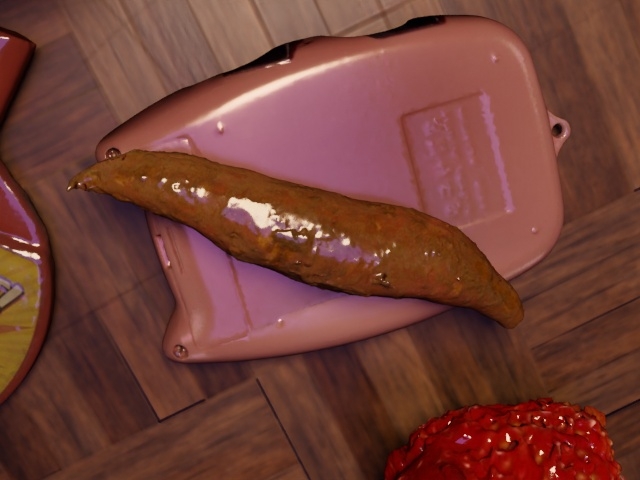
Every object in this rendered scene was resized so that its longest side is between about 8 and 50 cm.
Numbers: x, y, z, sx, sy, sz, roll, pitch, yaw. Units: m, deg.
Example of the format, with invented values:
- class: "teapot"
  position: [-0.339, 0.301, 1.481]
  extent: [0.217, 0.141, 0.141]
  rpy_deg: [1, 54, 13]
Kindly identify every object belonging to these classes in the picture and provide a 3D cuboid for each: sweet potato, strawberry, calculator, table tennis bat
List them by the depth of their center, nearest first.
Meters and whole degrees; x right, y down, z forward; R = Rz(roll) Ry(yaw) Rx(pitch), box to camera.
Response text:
- class: "sweet potato"
  position: [0.000, 0.000, 0.502]
  extent: [0.314, 0.072, 0.066]
  rpy_deg: [14, 110, -14]
- class: "table tennis bat"
  position: [-0.271, 0.000, 0.543]
  extent: [0.200, 0.038, 0.310]
  rpy_deg: [24, 101, -10]
- class: "calculator"
  position: [0.023, -0.035, 0.557]
  extent: [0.329, 0.048, 0.220]
  rpy_deg: [-18, 101, -4]
- class: "strawberry"
  position: [0.137, 0.192, 0.559]
  extent: [0.201, 0.184, 0.187]
  rpy_deg: [-36, 82, -35]
